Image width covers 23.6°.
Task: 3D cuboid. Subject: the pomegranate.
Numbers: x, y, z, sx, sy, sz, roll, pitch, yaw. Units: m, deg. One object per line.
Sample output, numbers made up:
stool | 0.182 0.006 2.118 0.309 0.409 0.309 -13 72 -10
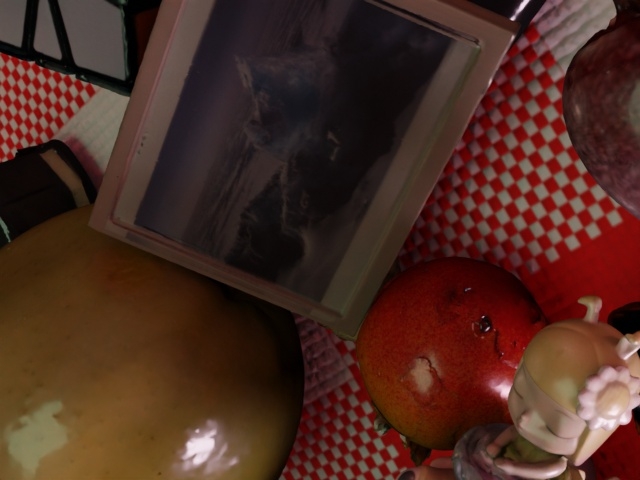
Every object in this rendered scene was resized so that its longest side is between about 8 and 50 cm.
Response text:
pomegranate | 0.138 0.129 1.627 0.210 0.210 0.235 39 128 24

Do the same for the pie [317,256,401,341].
pie | 0.000 0.000 1.757 0.274 0.055 0.274 42 153 28

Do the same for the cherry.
cherry | 0.335 -0.111 1.320 0.203 0.230 0.300 -15 115 47

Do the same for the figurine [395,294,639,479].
figurine | 0.212 0.226 1.499 0.226 0.274 0.394 49 125 42

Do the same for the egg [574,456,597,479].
egg | 0.248 0.266 1.660 0.103 0.103 0.135 18 117 37

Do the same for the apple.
apple | -0.241 0.182 1.850 0.473 0.473 0.474 20 121 36

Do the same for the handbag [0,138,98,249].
handbag | -0.416 -0.014 2.101 0.181 0.181 0.254 56 138 7

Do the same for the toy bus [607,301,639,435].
toy bus | 0.389 0.249 1.528 0.093 0.092 0.409 -10 101 43

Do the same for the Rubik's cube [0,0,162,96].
Rubik's cube | -0.210 -0.349 1.681 0.288 0.283 0.294 19 120 35

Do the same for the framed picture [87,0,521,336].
framed picture | -0.034 -0.109 1.548 0.326 0.028 0.446 23 132 -3

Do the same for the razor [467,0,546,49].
razor | 0.090 -0.219 1.578 0.204 0.113 0.349 52 135 15
